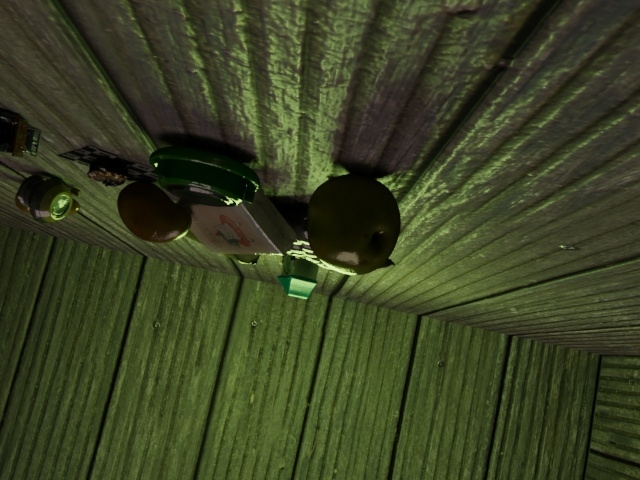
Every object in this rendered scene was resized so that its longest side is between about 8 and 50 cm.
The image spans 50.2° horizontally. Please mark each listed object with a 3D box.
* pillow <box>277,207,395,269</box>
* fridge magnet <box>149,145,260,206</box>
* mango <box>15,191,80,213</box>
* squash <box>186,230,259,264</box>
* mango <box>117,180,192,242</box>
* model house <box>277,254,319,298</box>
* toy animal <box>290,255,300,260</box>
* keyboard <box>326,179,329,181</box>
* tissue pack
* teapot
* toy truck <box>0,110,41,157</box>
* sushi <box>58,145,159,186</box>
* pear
[{"bbox_3d":[0.000,0.000,1.685,0.228,0.101,0.326,-2,165,45],"label":"pillow"},{"bbox_3d":[-0.215,-0.119,1.266,0.208,0.088,0.208,12,171,2],"label":"fridge magnet"},{"bbox_3d":[-0.829,-0.118,2.079,0.184,0.084,0.102,5,170,-24],"label":"mango"},{"bbox_3d":[-0.290,-0.037,1.806,0.288,0.137,0.137,20,171,3],"label":"squash"},{"bbox_3d":[-0.400,-0.063,1.635,0.228,0.136,0.099,24,-164,29],"label":"mango"},{"bbox_3d":[-0.075,0.116,2.296,0.100,0.148,0.127,13,170,-25],"label":"model house"},{"bbox_3d":[-0.121,0.011,1.908,0.149,0.054,0.275,24,177,-12],"label":"toy animal"},{"bbox_3d":[0.052,-0.084,1.365,0.061,0.013,0.204,11,171,9],"label":"keyboard"},{"bbox_3d":[-0.207,-0.042,1.580,0.325,0.071,0.170,-1,135,52],"label":"tissue pack"},{"bbox_3d":[-0.745,-0.121,1.886,0.119,0.130,0.166,24,-153,20],"label":"teapot"},{"bbox_3d":[-0.653,-0.212,1.324,0.178,0.080,0.115,10,180,1],"label":"toy truck"},{"bbox_3d":[-0.475,-0.147,1.547,0.192,0.050,0.215,19,168,-37],"label":"sushi"},{"bbox_3d":[0.041,-0.033,1.210,0.166,0.180,0.216,-20,-152,-33],"label":"pear"}]
